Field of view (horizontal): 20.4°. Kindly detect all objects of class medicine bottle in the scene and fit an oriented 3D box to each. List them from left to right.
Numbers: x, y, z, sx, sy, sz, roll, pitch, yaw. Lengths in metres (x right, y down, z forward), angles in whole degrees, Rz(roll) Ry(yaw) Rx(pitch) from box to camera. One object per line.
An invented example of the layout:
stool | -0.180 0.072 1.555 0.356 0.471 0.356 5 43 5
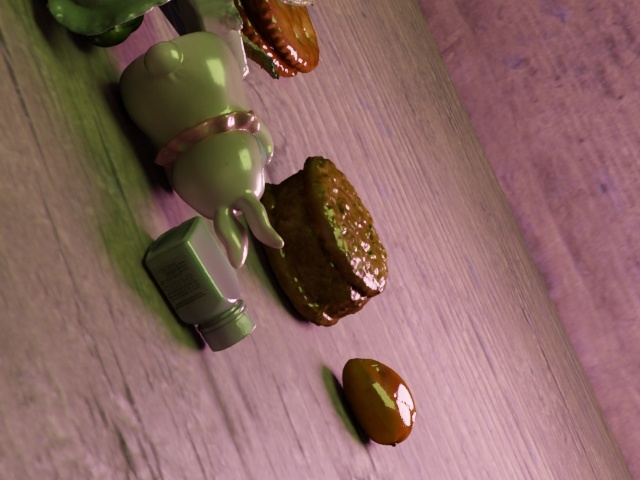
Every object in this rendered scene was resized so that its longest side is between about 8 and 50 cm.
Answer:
medicine bottle | -0.112 0.044 1.697 0.118 0.055 0.074 58 15 -15

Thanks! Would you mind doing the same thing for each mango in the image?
mango | 0.066 0.185 2.052 0.114 0.060 0.080 63 31 -10

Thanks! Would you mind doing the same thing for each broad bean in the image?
broad bean | -0.208 -0.247 1.867 0.053 0.052 0.256 49 17 -16

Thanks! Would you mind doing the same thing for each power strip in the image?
power strip | -0.148 -0.272 1.941 0.270 0.046 0.118 53 -18 45

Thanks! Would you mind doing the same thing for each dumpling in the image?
dumpling | -0.214 -0.280 1.757 0.152 0.108 0.219 16 56 -21

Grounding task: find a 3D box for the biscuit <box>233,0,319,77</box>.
biscuit | -0.072 -0.323 2.425 0.220 0.066 0.220 59 17 -30

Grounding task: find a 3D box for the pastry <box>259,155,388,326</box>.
pastry | 0.000 0.000 2.054 0.189 0.103 0.189 56 16 -25

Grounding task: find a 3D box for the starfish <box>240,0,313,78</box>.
starfish | -0.139 -0.382 2.234 0.347 0.078 0.358 39 38 -30

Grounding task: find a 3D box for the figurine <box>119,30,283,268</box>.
figurine | -0.108 -0.085 1.807 0.155 0.127 0.235 135 -69 -80
